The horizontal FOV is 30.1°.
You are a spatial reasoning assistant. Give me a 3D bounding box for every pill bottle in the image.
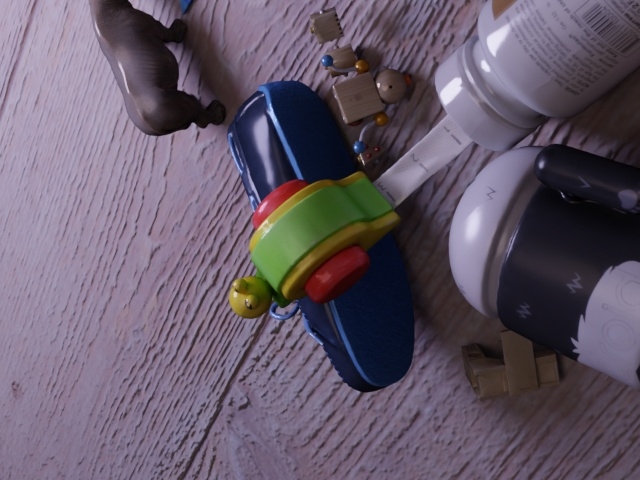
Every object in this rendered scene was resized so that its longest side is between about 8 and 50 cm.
[{"bbox_3d":[0.211,-0.181,1.027,0.229,0.131,0.131,-40,80,38],"label":"pill bottle"}]

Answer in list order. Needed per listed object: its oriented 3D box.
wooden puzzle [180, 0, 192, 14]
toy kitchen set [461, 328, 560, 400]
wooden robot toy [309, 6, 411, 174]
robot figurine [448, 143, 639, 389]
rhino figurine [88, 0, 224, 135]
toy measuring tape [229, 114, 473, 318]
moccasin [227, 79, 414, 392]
[{"bbox_3d":[-0.172,-0.320,1.341,0.078,0.014,0.116,-42,80,38],"label":"wooden puzzle"},{"bbox_3d":[0.190,0.111,1.211,0.083,0.075,0.068,-11,105,-2],"label":"toy kitchen set"},{"bbox_3d":[0.051,-0.159,1.213,0.079,0.076,0.173,-20,94,4],"label":"wooden robot toy"},{"bbox_3d":[0.249,0.021,1.047,0.278,0.173,0.209,25,111,28],"label":"robot figurine"},{"bbox_3d":[-0.206,-0.224,1.339,0.073,0.106,0.243,-27,89,39],"label":"rhino figurine"},{"bbox_3d":[0.038,-0.041,1.122,0.330,0.121,0.121,-41,78,5],"label":"toy measuring tape"},{"bbox_3d":[0.000,0.000,1.269,0.117,0.137,0.342,-29,73,44],"label":"moccasin"}]
